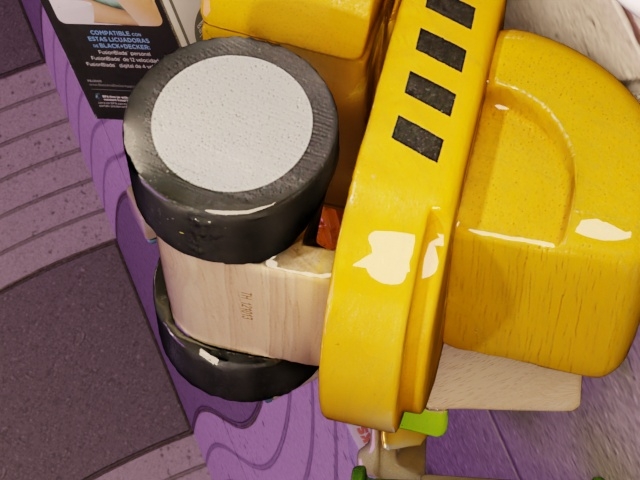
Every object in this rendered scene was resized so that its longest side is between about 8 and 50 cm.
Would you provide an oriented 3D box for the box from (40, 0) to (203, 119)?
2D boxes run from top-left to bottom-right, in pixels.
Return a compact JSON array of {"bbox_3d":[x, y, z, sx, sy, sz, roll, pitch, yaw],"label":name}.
[{"bbox_3d":[-0.101,-0.226,0.953,0.087,0.169,0.290,6,136,30],"label":"box"}]

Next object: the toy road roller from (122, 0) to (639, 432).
[{"bbox_3d":[0.055,-0.063,0.870,0.202,0.241,0.329,90,-166,-60],"label":"toy road roller"}]

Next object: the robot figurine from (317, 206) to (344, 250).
[{"bbox_3d":[0.000,0.000,1.377,0.291,0.085,0.211,-144,36,-69],"label":"robot figurine"}]

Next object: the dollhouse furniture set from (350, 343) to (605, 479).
[{"bbox_3d":[0.099,0.068,1.092,0.301,0.151,0.197,-76,-13,-74],"label":"dollhouse furniture set"}]

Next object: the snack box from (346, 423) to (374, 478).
[{"bbox_3d":[0.068,0.252,1.638,0.064,0.022,0.178,86,160,-51],"label":"snack box"}]

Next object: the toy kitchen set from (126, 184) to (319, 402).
[{"bbox_3d":[-0.099,0.045,1.810,0.166,0.122,0.207,83,163,-47],"label":"toy kitchen set"}]

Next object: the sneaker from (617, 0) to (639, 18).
[{"bbox_3d":[0.105,-0.189,0.533,0.153,0.101,0.268,94,156,-69],"label":"sneaker"}]
